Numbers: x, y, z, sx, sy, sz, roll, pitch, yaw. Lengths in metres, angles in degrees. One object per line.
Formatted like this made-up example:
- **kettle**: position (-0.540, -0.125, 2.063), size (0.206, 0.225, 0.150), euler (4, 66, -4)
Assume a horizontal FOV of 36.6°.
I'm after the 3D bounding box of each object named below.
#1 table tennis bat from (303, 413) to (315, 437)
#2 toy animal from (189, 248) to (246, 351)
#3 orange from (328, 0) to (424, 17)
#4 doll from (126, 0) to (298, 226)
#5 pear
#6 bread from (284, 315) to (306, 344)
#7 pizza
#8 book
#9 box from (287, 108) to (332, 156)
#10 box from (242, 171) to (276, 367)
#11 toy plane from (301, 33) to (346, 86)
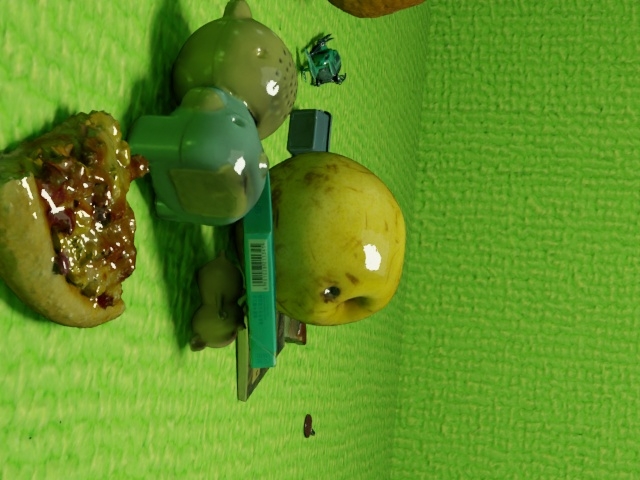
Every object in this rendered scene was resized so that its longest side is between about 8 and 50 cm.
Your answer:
- **table tennis bat**: position (-0.024, 0.405, 2.090), size (0.083, 0.007, 0.050), euler (66, 29, -58)
- **toy animal**: position (-0.146, 0.088, 1.373), size (0.083, 0.089, 0.150), euler (22, 74, -54)
- **orange**: position (0.100, -0.583, 1.720), size (0.322, 0.322, 0.357), euler (-33, 114, -73)
- **doll**: position (-0.121, -0.161, 1.212), size (0.177, 0.161, 0.261), euler (73, 27, -52)
- **pear**: position (0.000, 0.000, 1.505), size (0.281, 0.280, 0.281), euler (4, 90, -76)
- **bread**: position (-0.052, 0.165, 1.833), size (0.062, 0.043, 0.109), euler (-66, 156, -59)
- **pizza**: position (-0.232, -0.034, 0.952), size (0.289, 0.081, 0.229), euler (68, 29, -58)
- **book**: position (-0.100, 0.157, 1.676), size (0.228, 0.024, 0.160), euler (-52, 146, -68)
- **box**: position (-0.023, -0.200, 1.806), size (0.054, 0.074, 0.099), euler (23, 70, -65)
- **box**: position (-0.082, 0.036, 1.302), size (0.161, 0.042, 0.226), euler (-95, -176, -54)
- **toy plane**: position (0.007, -0.350, 1.911), size (0.235, 0.060, 0.096), euler (-63, 145, -66)
